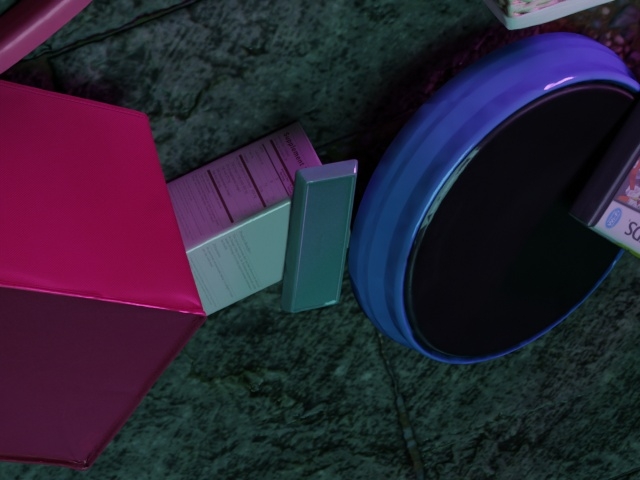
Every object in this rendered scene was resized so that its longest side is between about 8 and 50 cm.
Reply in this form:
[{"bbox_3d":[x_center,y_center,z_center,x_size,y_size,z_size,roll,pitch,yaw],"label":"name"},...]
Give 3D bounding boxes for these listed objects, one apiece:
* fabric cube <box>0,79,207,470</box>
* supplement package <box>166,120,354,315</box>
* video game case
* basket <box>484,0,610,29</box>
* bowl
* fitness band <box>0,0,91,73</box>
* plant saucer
[{"bbox_3d":[-0.296,0.032,1.770,0.254,0.258,0.259,10,135,-35],"label":"fabric cube"},{"bbox_3d":[-0.072,-0.022,1.966,0.179,0.105,0.105,-25,136,-2],"label":"supplement package"},{"bbox_3d":[0.406,-0.105,2.076,0.248,0.035,0.275,25,100,-53],"label":"video game case"},{"bbox_3d":[0.236,-0.295,1.865,0.167,0.113,0.103,-18,130,-9],"label":"basket"},{"bbox_3d":[0.208,-0.033,2.036,0.391,0.077,0.391,-25,137,-25],"label":"bowl"},{"bbox_3d":[-0.308,-0.248,1.691,0.291,0.054,0.209,-36,135,10],"label":"fitness band"},{"bbox_3d":[0.000,0.000,1.933,0.067,0.018,0.192,-11,134,-19],"label":"plant saucer"}]
